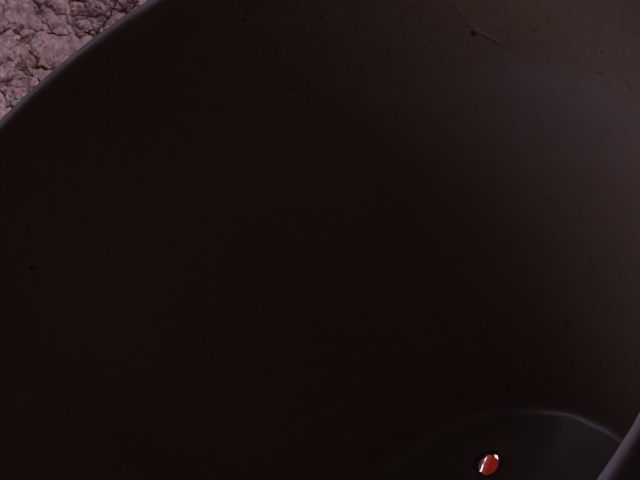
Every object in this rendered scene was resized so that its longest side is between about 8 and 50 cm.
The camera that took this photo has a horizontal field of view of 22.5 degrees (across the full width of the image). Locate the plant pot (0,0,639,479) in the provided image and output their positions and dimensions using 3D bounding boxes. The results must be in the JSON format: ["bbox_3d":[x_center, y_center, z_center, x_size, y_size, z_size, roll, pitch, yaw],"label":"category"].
[{"bbox_3d":[0.016,0.065,0.503,0.191,0.284,0.284,51,-145,-42],"label":"plant pot"}]

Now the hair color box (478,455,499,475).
[{"bbox_3d":[0.099,0.031,0.706,0.093,0.053,0.167,101,176,-49],"label":"hair color box"}]
